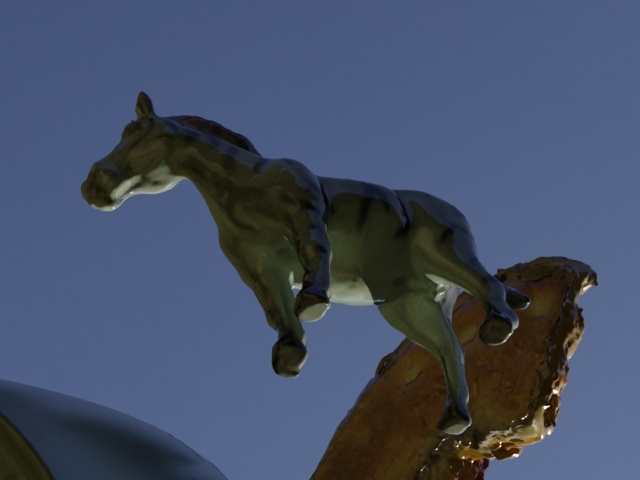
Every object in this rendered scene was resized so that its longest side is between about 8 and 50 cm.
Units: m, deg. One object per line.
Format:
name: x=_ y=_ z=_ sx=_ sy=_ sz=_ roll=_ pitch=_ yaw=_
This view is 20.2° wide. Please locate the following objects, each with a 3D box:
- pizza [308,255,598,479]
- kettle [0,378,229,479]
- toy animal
pizza: x=0.091 y=0.135 z=1.270 sx=0.085 sy=0.161 sz=0.305 roll=34 pitch=-75 yaw=-35
kettle: x=-0.091 y=0.145 z=0.639 sx=0.240 sy=0.255 sz=0.165 roll=23 pitch=-94 yaw=16
toy animal: x=-0.004 y=0.008 z=0.980 sx=0.255 sy=0.170 sz=0.090 roll=27 pitch=-60 yaw=-9
